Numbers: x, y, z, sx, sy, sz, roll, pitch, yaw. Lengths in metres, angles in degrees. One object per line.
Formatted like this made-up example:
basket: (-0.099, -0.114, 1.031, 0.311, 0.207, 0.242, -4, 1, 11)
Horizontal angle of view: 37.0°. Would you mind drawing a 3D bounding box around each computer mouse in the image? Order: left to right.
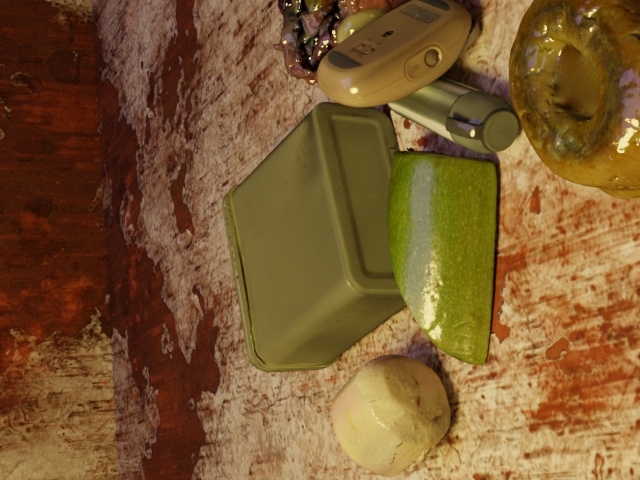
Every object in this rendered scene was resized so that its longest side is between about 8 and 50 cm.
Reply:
computer mouse: (0.108, -0.262, 1.353, 0.145, 0.236, 0.082, 38, 157, 52)

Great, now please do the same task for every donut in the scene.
donut: (0.307, -0.164, 1.027, 0.261, 0.128, 0.209, 64, 143, 41)

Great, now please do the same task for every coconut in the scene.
coconut: (0.099, 0.266, 1.409, 0.183, 0.170, 0.171, -60, 39, 38)

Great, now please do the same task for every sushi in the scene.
sushi: (0.051, -0.368, 1.502, 0.270, 0.170, 0.237, -60, 39, 35)

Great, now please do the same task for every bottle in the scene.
bottle: (0.175, -0.185, 1.342, 0.253, 0.096, 0.080, 39, 130, 55)

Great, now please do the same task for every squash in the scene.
squash: (0.152, 0.016, 1.371, 0.203, 0.111, 0.289, 19, 108, 62)

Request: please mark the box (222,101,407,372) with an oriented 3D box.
box: (0.000, 0.000, 1.594, 0.344, 0.177, 0.352, -41, 53, 51)
